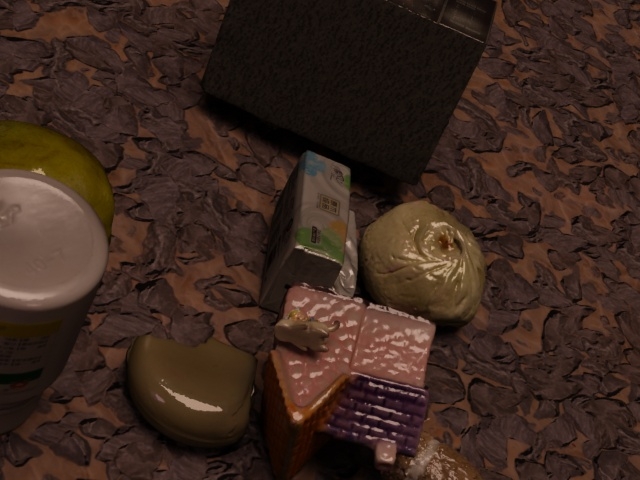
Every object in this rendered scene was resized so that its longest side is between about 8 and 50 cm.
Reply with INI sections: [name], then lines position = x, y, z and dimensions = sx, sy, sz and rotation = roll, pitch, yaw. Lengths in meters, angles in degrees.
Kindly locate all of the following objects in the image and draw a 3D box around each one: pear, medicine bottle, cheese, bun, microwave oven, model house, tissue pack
[pear]
position = -0.446, -0.042, 1.669
dimensions = 0.307, 0.252, 0.252
rotation = -4, 51, -12
[medicine bottle]
position = -0.405, 0.092, 1.485
dimensions = 0.208, 0.339, 0.208
rotation = 15, 46, -17
[cheese]
position = -0.185, 0.204, 1.686
dimensions = 0.203, 0.091, 0.175
rotation = 24, 41, -6
[bun]
position = 0.187, 0.030, 2.014
dimensions = 0.244, 0.153, 0.243
rotation = 19, 42, -18
[microwave oven]
position = 0.049, -0.345, 2.138
dimensions = 0.432, 0.374, 0.236
rotation = 24, 33, 0
[model house]
position = 0.027, 0.227, 1.693
dimensions = 0.237, 0.202, 0.237
rotation = 17, 49, -2
[tissue pack]
position = 0.000, 0.000, 1.931
dimensions = 0.145, 0.159, 0.229
rotation = 18, 43, -13

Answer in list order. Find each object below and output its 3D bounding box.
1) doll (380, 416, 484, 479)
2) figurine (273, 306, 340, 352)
[doll]
position = 0.180, 0.364, 1.727
dimensions = 0.221, 0.115, 0.105
rotation = 47, 35, 9
[figurine]
position = -0.019, 0.119, 1.613
dimensions = 0.083, 0.047, 0.050
rotation = 16, 34, 10
